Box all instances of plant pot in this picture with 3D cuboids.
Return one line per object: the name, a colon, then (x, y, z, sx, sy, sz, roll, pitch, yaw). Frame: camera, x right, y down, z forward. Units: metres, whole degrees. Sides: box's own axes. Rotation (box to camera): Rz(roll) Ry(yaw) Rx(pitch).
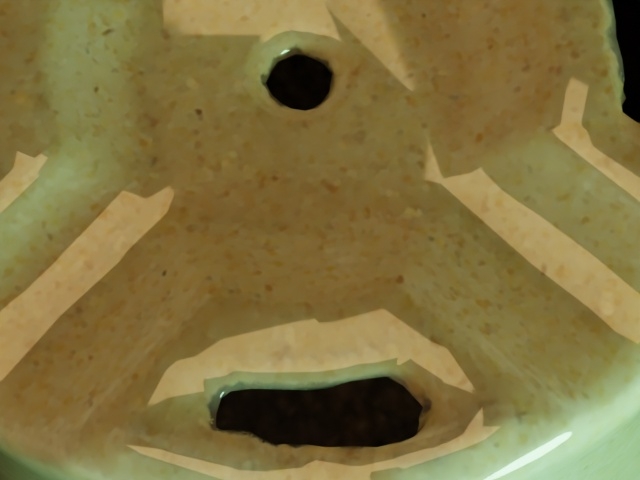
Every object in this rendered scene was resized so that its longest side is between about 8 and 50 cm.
plant pot: (0.000, 0.000, 0.580, 0.333, 0.305, 0.334, 0, 72, 1)
